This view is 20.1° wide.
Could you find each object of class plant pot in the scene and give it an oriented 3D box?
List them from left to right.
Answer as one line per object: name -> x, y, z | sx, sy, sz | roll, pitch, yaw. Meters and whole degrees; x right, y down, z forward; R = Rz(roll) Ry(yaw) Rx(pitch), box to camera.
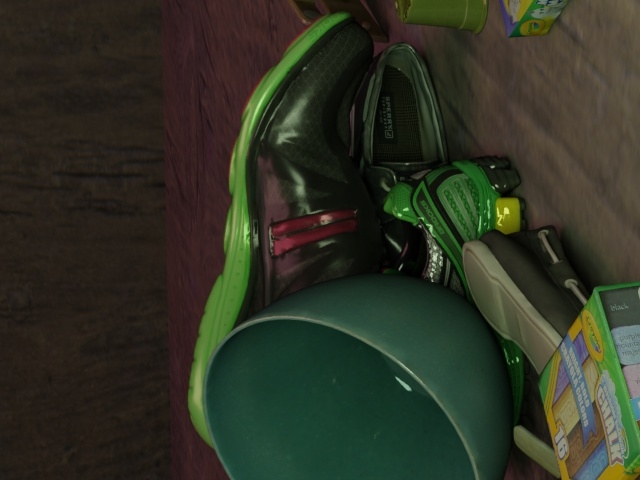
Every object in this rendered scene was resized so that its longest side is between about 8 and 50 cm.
plant pot -> 0.064, 0.144, 1.682 | 0.290, 0.195, 0.290 | 19, 129, 25
plant pot -> 0.120, -0.249, 1.846 | 0.083, 0.079, 0.083 | 174, 90, -76

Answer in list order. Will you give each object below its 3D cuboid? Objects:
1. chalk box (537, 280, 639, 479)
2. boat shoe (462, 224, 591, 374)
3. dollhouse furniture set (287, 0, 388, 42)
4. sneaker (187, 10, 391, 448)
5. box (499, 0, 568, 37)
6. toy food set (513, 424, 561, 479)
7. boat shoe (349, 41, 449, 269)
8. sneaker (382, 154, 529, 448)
chalk box -> 0.258, 0.108, 1.311 | 0.213, 0.132, 0.132 | 108, 153, -62
boat shoe -> 0.224, 0.081, 1.552 | 0.335, 0.096, 0.112 | -123, 15, -54
dollhouse furniture set -> 0.018, -0.337, 2.158 | 0.123, 0.144, 0.151 | 61, 139, 49
sneaker -> 0.000, 0.000, 1.914 | 0.185, 0.202, 0.482 | -7, -72, -78
box -> 0.198, -0.262, 1.599 | 0.179, 0.043, 0.105 | 123, 139, -67
toy food set -> 0.237, 0.271, 1.631 | 0.128, 0.071, 0.217 | 28, 129, 45
boat shoe -> 0.084, -0.060, 1.986 | 0.119, 0.121, 0.335 | 116, 146, -66
sneaker -> 0.123, 0.087, 1.834 | 0.134, 0.146, 0.343 | -143, 48, -72
